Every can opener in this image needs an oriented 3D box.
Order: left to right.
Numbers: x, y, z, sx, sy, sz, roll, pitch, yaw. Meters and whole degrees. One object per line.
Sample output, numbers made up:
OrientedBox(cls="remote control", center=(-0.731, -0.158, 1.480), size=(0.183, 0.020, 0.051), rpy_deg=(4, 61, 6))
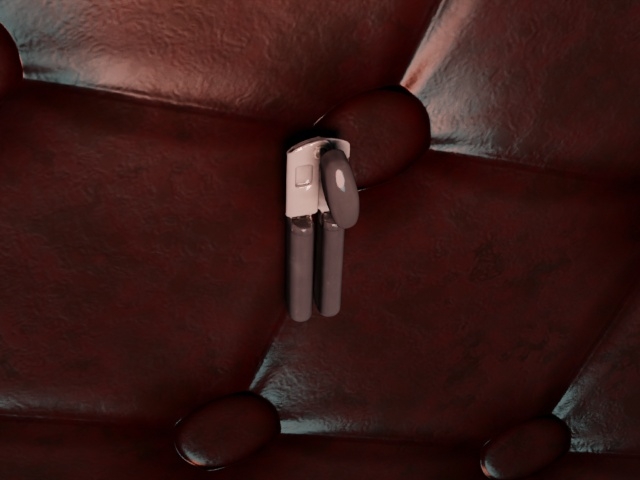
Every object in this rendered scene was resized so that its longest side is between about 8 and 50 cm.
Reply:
OrientedBox(cls="can opener", center=(0.000, 0.000, 1.683), size=(0.076, 0.095, 0.283), rpy_deg=(-9, 132, -13))
